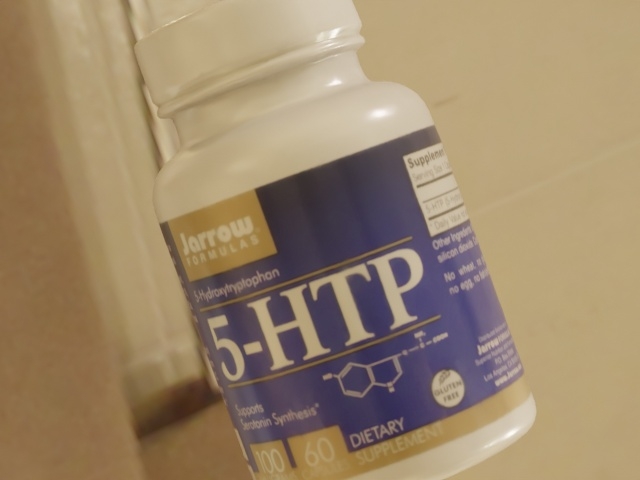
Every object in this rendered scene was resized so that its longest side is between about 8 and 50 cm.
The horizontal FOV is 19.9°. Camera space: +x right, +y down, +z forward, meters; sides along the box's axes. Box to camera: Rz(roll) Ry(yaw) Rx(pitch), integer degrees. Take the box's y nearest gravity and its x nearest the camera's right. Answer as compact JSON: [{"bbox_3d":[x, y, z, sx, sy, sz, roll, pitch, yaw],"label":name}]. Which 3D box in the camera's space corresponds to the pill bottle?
[{"bbox_3d":[0.000,0.000,0.687,0.112,0.112,0.187,-17,-86,63],"label":"pill bottle"}]
